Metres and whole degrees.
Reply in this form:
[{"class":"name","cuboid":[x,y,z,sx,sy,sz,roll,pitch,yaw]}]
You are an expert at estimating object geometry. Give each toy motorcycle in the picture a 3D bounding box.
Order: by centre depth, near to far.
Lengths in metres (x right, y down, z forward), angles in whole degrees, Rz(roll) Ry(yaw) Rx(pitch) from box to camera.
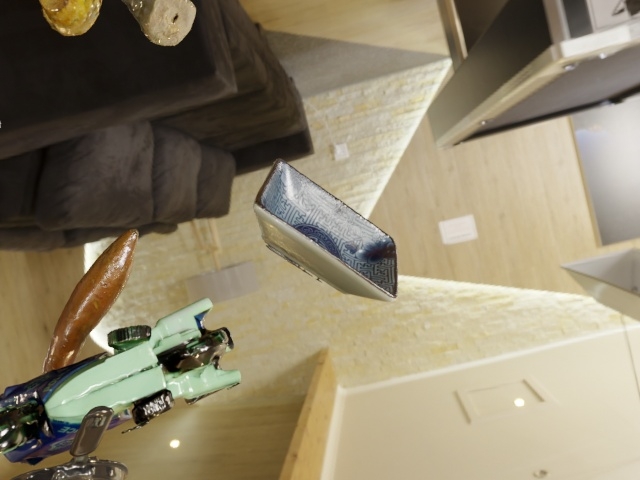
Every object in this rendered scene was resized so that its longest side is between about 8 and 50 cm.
[{"class":"toy motorcycle","cuboid":[-0.265,0.183,0.662,0.331,0.125,0.196,-19,172,-32]}]

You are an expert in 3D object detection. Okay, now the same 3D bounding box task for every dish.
[{"class":"dish","cuboid":[0.000,0.000,0.819,0.080,0.243,0.181,-49,-167,26]}]

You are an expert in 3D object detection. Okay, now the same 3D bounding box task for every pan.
[{"class":"pan","cuboid":[-0.257,0.241,0.564,0.136,0.028,0.235,7,134,-34]}]

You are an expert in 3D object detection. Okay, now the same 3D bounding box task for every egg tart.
[{"class":"egg tart","cuboid":[-0.391,-0.380,0.830,0.129,0.128,0.049,-12,-179,24]}]

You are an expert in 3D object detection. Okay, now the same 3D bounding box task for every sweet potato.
[{"class":"sweet potato","cuboid":[-0.320,0.097,0.739,0.264,0.057,0.057,-58,-176,-1]}]

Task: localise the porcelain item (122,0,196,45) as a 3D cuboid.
[{"class":"porcelain item","cuboid":[-0.264,-0.346,0.716,0.069,0.216,0.081,-55,165,25]}]
